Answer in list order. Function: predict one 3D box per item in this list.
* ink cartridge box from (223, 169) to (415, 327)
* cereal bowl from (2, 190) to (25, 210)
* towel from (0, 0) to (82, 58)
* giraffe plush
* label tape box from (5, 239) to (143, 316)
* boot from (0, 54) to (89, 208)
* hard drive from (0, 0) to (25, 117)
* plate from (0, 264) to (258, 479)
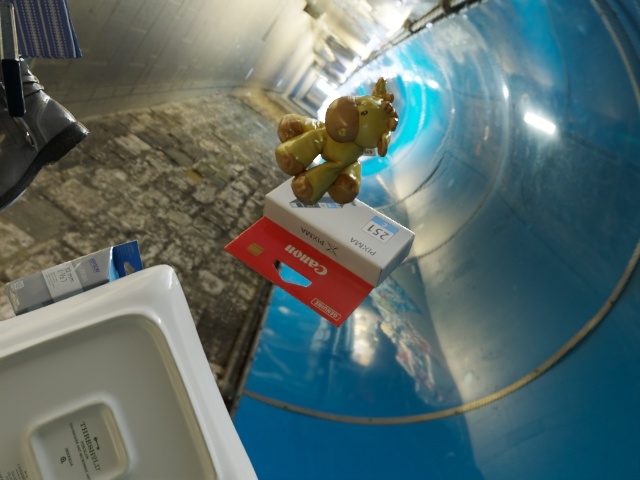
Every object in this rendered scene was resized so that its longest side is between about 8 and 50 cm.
[{"bbox_3d":[0.000,0.000,1.095,0.261,0.296,0.066,-41,154,-38],"label":"ink cartridge box"},{"bbox_3d":[-0.947,-0.219,1.521,0.339,0.141,0.339,13,90,-68],"label":"cereal bowl"},{"bbox_3d":[-0.697,-0.539,1.234,0.040,0.335,0.243,-48,141,-54],"label":"towel"},{"bbox_3d":[0.047,-0.168,0.880,0.210,0.182,0.170,-23,174,-30],"label":"giraffe plush"},{"bbox_3d":[-0.652,0.167,1.527,0.347,0.115,0.249,-21,145,-25],"label":"label tape box"},{"bbox_3d":[-0.659,-0.196,1.079,0.118,0.223,0.338,-9,-141,49],"label":"boot"},{"bbox_3d":[-0.429,-0.251,0.753,0.135,0.022,0.094,65,-32,31],"label":"hard drive"},{"bbox_3d":[-0.215,0.187,0.486,0.277,0.278,0.045,-20,174,-26],"label":"plate"}]
